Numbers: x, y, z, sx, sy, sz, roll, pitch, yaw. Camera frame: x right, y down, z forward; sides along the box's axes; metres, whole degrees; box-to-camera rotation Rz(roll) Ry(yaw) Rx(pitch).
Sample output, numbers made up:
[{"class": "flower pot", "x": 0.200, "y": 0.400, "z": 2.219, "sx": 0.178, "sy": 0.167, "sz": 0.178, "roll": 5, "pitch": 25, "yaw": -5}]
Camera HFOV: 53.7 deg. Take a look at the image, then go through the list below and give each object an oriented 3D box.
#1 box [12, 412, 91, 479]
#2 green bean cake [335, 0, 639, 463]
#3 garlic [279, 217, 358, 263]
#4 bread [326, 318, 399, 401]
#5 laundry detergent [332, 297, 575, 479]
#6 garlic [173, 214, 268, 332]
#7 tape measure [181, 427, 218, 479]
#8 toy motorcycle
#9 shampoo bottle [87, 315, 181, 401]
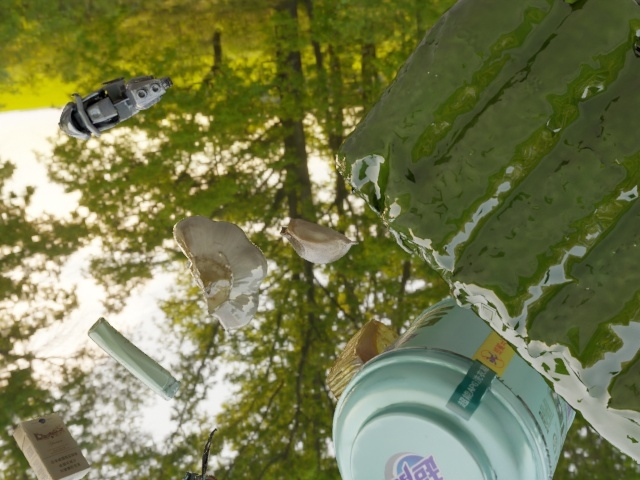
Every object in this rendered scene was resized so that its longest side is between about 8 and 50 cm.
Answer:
[{"class": "box", "x": -0.311, "y": 0.243, "z": 0.731, "sx": 0.083, "sy": 0.024, "sz": 0.053, "roll": 47, "pitch": -161, "yaw": 21}, {"class": "green bean cake", "x": 0.205, "y": -0.023, "z": 0.495, "sx": 0.218, "sy": 0.335, "sz": 0.319, "roll": -47, "pitch": 162, "yaw": 12}, {"class": "garlic", "x": -0.003, "y": 0.007, "z": 1.123, "sx": 0.152, "sy": 0.066, "sz": 0.084, "roll": 21, "pitch": 176, "yaw": 17}, {"class": "bread", "x": 0.114, "y": 0.266, "z": 1.300, "sx": 0.119, "sy": 0.152, "sz": 0.288, "roll": -40, "pitch": 179, "yaw": 16}, {"class": "laundry detergent", "x": 0.186, "y": 0.253, "z": 0.874, "sx": 0.287, "sy": 0.287, "sz": 0.305, "roll": 1, "pitch": -167, "yaw": 30}, {"class": "garlic", "x": -0.178, "y": 0.046, "z": 1.184, "sx": 0.142, "sy": 0.229, "sz": 0.178, "roll": -32, "pitch": -167, "yaw": -9}, {"class": "tape measure", "x": -0.257, "y": 0.567, "z": 1.553, "sx": 0.107, "sy": 0.180, "sz": 0.104, "roll": 29, "pitch": 168, "yaw": -25}, {"class": "toy motorcycle", "x": -0.361, "y": -0.236, "z": 1.086, "sx": 0.215, "sy": 0.080, "sz": 0.122, "roll": -21, "pitch": -158, "yaw": 4}, {"class": "shampoo bottle", "x": -0.368, "y": 0.236, "z": 1.253, "sx": 0.049, "sy": 0.212, "sz": 0.072, "roll": -48, "pitch": -159, "yaw": -12}]
